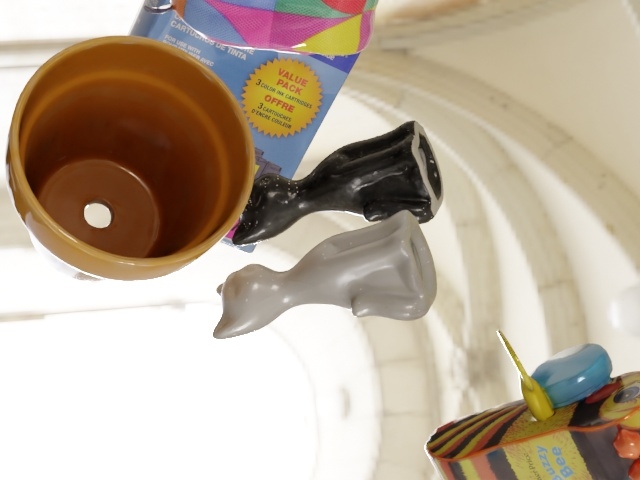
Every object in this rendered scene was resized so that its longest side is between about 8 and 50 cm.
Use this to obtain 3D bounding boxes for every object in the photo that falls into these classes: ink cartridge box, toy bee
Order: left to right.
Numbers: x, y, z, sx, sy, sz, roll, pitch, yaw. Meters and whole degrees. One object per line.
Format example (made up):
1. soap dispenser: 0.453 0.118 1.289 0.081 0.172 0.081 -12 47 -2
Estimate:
1. ink cartridge box: -0.126 -0.217 1.789 0.395 0.270 0.151 -62 -157 14
2. toy bee: 0.205 0.139 1.043 0.298 0.195 0.162 -48 -179 24

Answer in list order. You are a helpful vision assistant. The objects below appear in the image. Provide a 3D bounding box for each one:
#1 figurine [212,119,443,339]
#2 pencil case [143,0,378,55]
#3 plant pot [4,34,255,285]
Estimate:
1. figurine: 0.000 0.000 1.258 0.215 0.210 0.092 -81 151 -48
2. pencil case: -0.010 -0.191 0.560 0.104 0.104 0.236 -111 -153 -57
3. plant pot: -0.182 -0.047 1.198 0.188 0.205 0.205 136 -50 -62
